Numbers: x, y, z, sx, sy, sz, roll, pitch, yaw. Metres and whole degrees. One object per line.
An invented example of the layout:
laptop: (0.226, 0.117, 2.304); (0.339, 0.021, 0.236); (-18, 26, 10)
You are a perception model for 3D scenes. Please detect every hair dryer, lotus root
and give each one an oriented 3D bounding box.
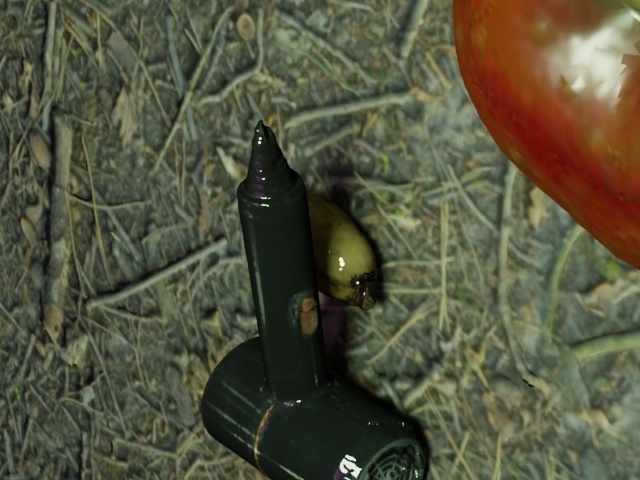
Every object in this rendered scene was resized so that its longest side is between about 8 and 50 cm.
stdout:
hair dryer: (-0.016, 0.064, 1.404); (0.189, 0.107, 0.352); (29, 139, 39)
lotus root: (0.000, 0.000, 1.468); (0.152, 0.063, 0.072); (49, 160, 22)

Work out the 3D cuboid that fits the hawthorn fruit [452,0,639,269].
hawthorn fruit: (0.238, -0.139, 0.890); (0.403, 0.403, 0.403); (15, 110, 47)
